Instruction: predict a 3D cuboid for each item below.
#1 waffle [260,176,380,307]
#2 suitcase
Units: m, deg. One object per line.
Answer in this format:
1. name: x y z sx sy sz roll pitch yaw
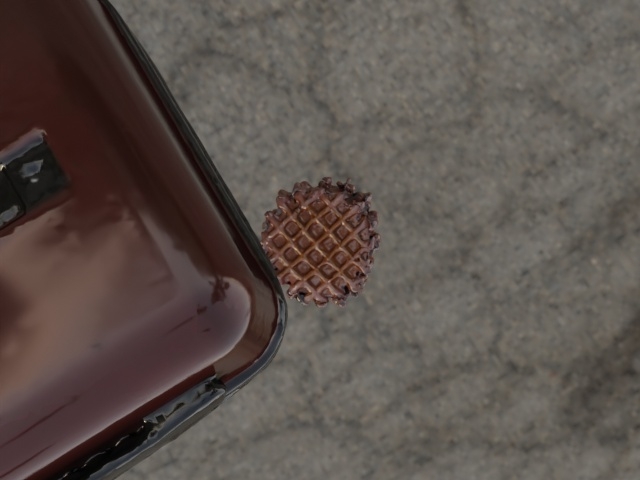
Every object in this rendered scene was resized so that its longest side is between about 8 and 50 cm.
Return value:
1. waffle: 0.000 0.000 0.837 0.029 0.075 0.083 -33 131 -78
2. suitcase: -0.183 0.031 0.629 0.297 0.236 0.161 -32 169 0
